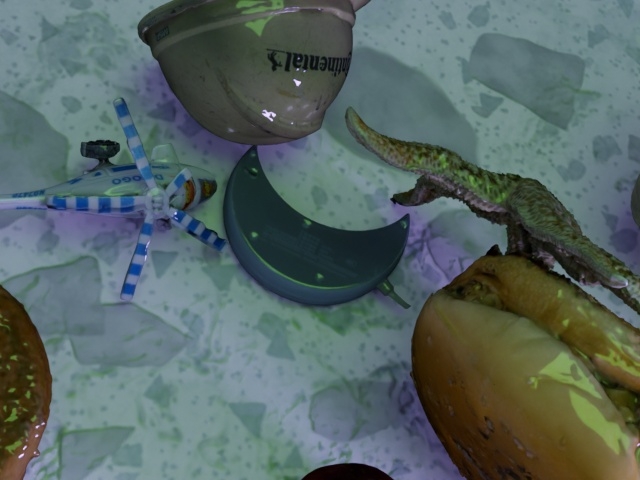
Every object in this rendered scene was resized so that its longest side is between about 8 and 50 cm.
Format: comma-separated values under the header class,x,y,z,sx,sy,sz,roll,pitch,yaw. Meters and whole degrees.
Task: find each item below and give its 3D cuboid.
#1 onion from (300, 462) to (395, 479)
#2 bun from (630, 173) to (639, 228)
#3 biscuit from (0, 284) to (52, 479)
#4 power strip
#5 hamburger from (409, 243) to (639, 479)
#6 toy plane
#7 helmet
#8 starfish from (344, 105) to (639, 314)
class,x,y,z,sx,sy,sz,roll,pitch,yaw
onion,0.027,0.252,1.149,0.131,0.131,0.131,6,64,-13
bun,0.495,-0.089,1.338,0.349,0.352,0.227,-46,70,9
biscuit,-0.368,0.139,1.110,0.295,0.075,0.296,6,60,-10
power strip,0.000,0.000,1.300,0.216,0.044,0.137,26,61,-2
hamburger,0.205,0.147,1.150,0.174,0.304,0.284,-41,72,-17
toy plane,-0.225,-0.032,1.224,0.273,0.107,0.182,-22,112,-17
helmet,-0.044,-0.164,1.294,0.257,0.204,0.137,-11,86,-37
starfish,0.190,-0.003,1.199,0.357,0.347,0.078,33,82,14
